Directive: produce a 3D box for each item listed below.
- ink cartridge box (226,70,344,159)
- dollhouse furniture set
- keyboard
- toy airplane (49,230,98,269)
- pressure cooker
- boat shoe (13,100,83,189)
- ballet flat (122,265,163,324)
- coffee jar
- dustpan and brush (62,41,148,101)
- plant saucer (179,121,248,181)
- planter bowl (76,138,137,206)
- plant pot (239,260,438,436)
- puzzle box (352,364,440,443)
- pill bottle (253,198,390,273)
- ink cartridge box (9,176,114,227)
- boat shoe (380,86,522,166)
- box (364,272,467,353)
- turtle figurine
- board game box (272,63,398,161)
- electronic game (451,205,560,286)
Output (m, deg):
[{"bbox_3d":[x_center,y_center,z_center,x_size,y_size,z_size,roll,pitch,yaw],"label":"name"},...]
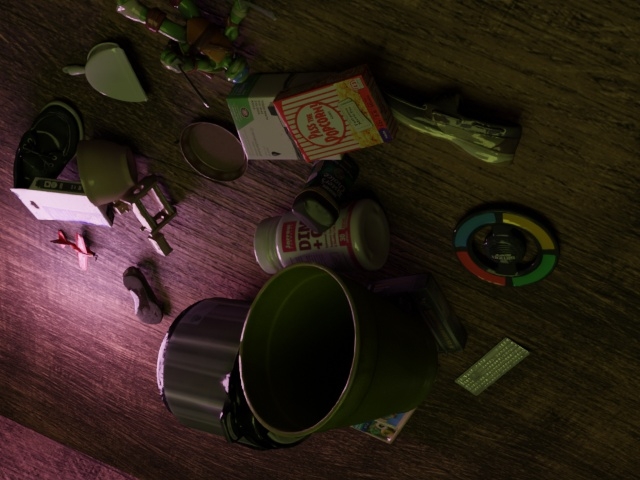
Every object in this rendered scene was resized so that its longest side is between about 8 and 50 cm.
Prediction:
[{"bbox_3d":[-0.058,-0.252,1.589,0.219,0.093,0.160,3,134,23],"label":"ink cartridge box"},{"bbox_3d":[-0.442,-0.076,1.986,0.161,0.101,0.182,21,146,45],"label":"dollhouse furniture set"},{"bbox_3d":[0.436,0.326,1.999,0.072,0.014,0.256,29,138,-4],"label":"keyboard"},{"bbox_3d":[-0.703,0.020,2.231,0.151,0.028,0.151,13,136,13],"label":"toy airplane"},{"bbox_3d":[-0.163,0.341,2.001,0.420,0.370,0.375,3,163,36],"label":"pressure cooker"},{"bbox_3d":[-0.690,-0.209,1.926,0.127,0.113,0.340,39,137,-15],"label":"boat shoe"},{"bbox_3d":[-0.517,0.159,2.272,0.084,0.058,0.250,-9,138,5],"label":"ballet flat"},{"bbox_3d":[0.010,-0.104,1.638,0.096,0.184,0.079,41,136,-18],"label":"coffee jar"},{"bbox_3d":[-0.488,-0.371,1.716,0.211,0.060,0.147,-2,137,18],"label":"dustpan and brush"},{"bbox_3d":[-0.238,-0.207,1.773,0.168,0.029,0.168,14,138,13],"label":"plant saucer"},{"bbox_3d":[-0.501,-0.169,1.860,0.109,0.162,0.162,-11,132,0],"label":"planter bowl"},{"bbox_3d":[0.070,0.258,1.750,0.353,0.367,0.366,16,151,-42],"label":"plant pot"},{"bbox_3d":[0.143,0.419,2.210,0.272,0.052,0.409,23,139,3],"label":"puzzle box"},{"bbox_3d":[0.000,0.000,1.767,0.283,0.160,0.160,-7,129,31],"label":"pill bottle"},{"bbox_3d":[-0.654,-0.099,1.995,0.208,0.045,0.206,6,160,2],"label":"ink cartridge box"},{"bbox_3d":[0.243,-0.234,1.466,0.285,0.103,0.092,28,115,15],"label":"boat shoe"},{"bbox_3d":[0.233,0.188,1.926,0.183,0.056,0.231,-13,126,34],"label":"box"},{"bbox_3d":[-0.229,-0.409,1.442,0.266,0.275,0.198,37,103,-7],"label":"turtle figurine"},{"bbox_3d":[0.028,-0.236,1.465,0.193,0.045,0.147,-11,126,31],"label":"board game box"},{"bbox_3d":[0.396,0.016,1.677,0.229,0.048,0.229,13,137,13],"label":"electronic game"}]
